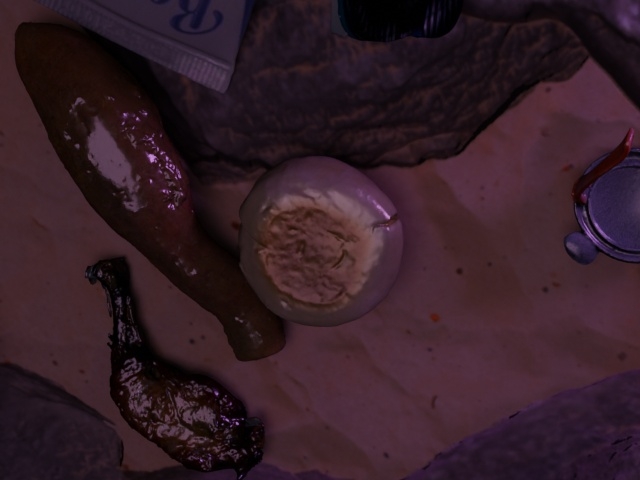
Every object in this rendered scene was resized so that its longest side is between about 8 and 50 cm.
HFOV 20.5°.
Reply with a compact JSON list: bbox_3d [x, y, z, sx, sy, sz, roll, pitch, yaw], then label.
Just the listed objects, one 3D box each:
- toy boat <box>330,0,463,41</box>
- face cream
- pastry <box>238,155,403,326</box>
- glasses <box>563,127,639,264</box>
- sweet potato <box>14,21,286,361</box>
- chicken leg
[{"bbox_3d":[0.053,-0.318,1.482,0.092,0.134,0.299,18,111,52],"label":"toy boat"},{"bbox_3d":[-0.113,-0.348,1.522,0.234,0.137,0.420,26,122,0],"label":"face cream"},{"bbox_3d":[0.000,0.000,1.601,0.156,0.092,0.156,5,112,13],"label":"pastry"},{"bbox_3d":[0.310,-0.010,1.425,0.234,0.268,0.118,18,92,11],"label":"glasses"},{"bbox_3d":[-0.157,-0.044,1.622,0.109,0.109,0.385,-33,96,22],"label":"sweet potato"},{"bbox_3d":[-0.154,0.132,1.706,0.106,0.051,0.253,-38,94,16],"label":"chicken leg"}]
